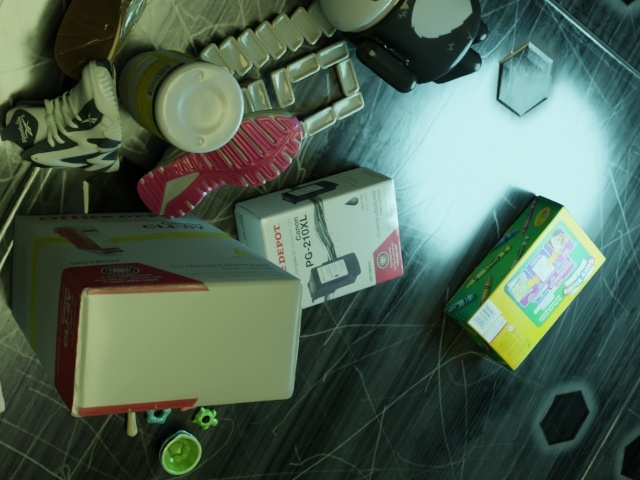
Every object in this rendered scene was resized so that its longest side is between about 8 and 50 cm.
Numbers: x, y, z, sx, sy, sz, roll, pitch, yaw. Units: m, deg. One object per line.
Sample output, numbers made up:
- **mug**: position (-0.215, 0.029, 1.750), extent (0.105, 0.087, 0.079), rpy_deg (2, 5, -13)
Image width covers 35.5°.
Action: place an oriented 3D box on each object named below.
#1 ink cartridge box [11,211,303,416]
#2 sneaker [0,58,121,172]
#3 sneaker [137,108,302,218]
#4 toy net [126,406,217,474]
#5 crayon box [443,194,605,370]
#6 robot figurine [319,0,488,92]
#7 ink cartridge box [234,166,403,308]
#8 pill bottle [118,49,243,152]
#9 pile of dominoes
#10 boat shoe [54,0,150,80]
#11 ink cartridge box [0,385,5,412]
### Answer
- **ink cartridge box**: position (-0.233, 0.077, 1.316), extent (0.279, 0.385, 0.160), rpy_deg (-2, 104, -28)
- **sneaker**: position (-0.340, -0.155, 1.298), extent (0.153, 0.235, 0.094), rpy_deg (-6, 77, -14)
- **sneaker**: position (-0.141, -0.129, 1.415), extent (0.252, 0.111, 0.103), rpy_deg (-20, 121, 17)
- **toy net**: position (-0.260, 0.265, 1.565), extent (0.122, 0.045, 0.232), rpy_deg (-47, 122, -6)
- **crayon box**: position (0.375, 0.078, 1.822), extent (0.278, 0.081, 0.165), rpy_deg (-49, 123, -5)
- **robot figurine**: position (0.128, -0.344, 1.488), extent (0.278, 0.209, 0.173), rpy_deg (30, 115, -33)
- **ink cartridge box**: position (0.000, 0.000, 1.581), extent (0.237, 0.100, 0.171), rpy_deg (-18, 114, -23)
- **pill bottle**: position (-0.195, -0.194, 1.345), extent (0.119, 0.208, 0.119), rpy_deg (-9, 110, -25)
- **pile of dominoes**: position (-0.062, -0.244, 1.516), extent (0.251, 0.040, 0.195), rpy_deg (-30, 119, -26)
- **boat shoe**: position (-0.273, -0.346, 1.335), extent (0.105, 0.089, 0.285), rpy_deg (27, 90, -7)
- **ink cartridge box**: position (-0.487, 0.122, 1.289), extent (0.093, 0.219, 0.160), rpy_deg (-16, 113, -24)
